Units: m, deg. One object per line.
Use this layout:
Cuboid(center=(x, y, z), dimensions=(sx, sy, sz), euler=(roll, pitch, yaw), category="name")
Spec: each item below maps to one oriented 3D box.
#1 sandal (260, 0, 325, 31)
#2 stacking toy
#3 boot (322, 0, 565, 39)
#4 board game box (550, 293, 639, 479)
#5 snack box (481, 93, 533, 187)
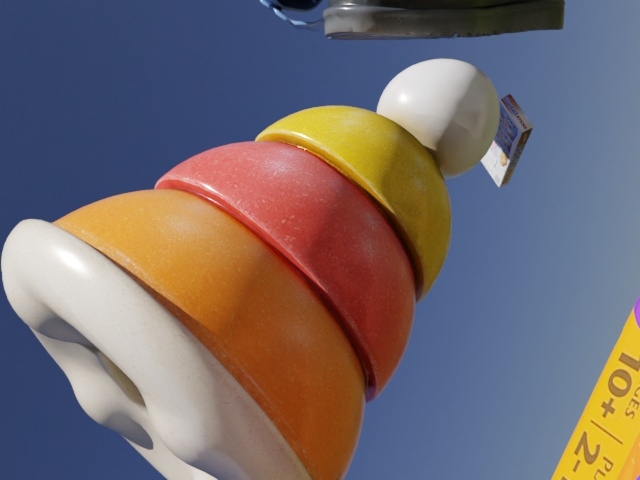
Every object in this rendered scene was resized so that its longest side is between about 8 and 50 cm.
Cuboid(center=(-0.049, -0.348, 1.116), dimensions=(0.138, 0.317, 0.126), euler=(39, -77, -27), category="sandal")
Cuboid(center=(0.000, 0.000, 0.780), dimensions=(0.480, 0.351, 0.350), euler=(-44, -38, -25), category="stacking toy")
Cuboid(center=(0.131, -0.443, 0.907), dimensions=(0.367, 0.146, 0.445), euler=(-18, -69, -45), category="boot")
Cuboid(center=(0.326, 0.230, 0.366), dimensions=(0.356, 0.356, 0.356), euler=(21, -83, -22), category="board game box")
Cuboid(center=(0.278, -0.147, 1.301), dimensions=(0.022, 0.064, 0.178), euler=(-25, -20, -10), category="snack box")
